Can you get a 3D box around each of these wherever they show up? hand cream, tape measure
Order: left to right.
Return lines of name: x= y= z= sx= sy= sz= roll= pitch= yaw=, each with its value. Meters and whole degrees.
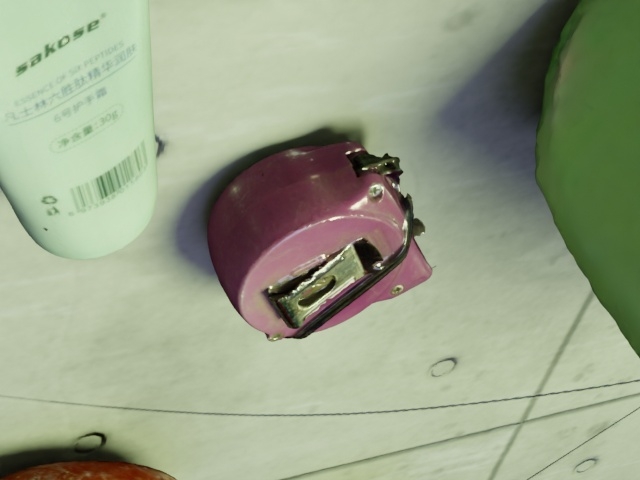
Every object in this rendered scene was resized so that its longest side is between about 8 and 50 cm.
hand cream: x=-0.112 y=-0.089 z=0.590 sx=0.109 sy=0.067 sz=0.320 roll=-31 pitch=157 yaw=-17
tape measure: x=0.000 y=0.000 z=0.816 sx=0.125 sy=0.074 sz=0.118 roll=-31 pitch=144 yaw=2

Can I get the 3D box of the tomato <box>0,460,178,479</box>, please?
tomato: x=-0.185 y=0.225 z=0.929 sx=0.200 sy=0.139 sz=0.233 roll=-47 pitch=176 yaw=37

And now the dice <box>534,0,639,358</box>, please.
dice: x=0.340 y=-0.036 z=0.786 sx=0.330 sy=0.318 sz=0.322 roll=19 pitch=125 yaw=-45
